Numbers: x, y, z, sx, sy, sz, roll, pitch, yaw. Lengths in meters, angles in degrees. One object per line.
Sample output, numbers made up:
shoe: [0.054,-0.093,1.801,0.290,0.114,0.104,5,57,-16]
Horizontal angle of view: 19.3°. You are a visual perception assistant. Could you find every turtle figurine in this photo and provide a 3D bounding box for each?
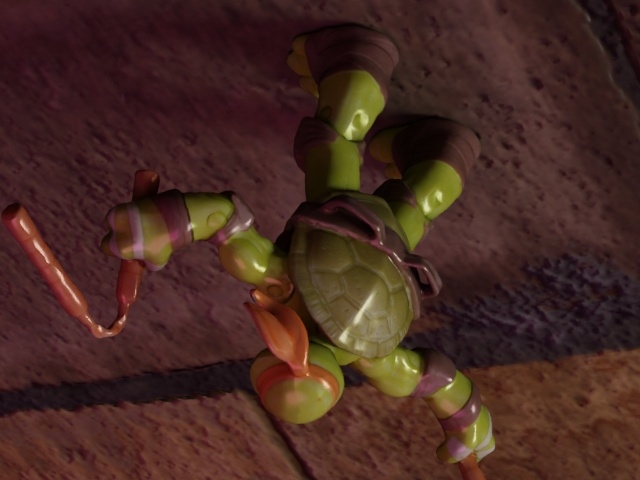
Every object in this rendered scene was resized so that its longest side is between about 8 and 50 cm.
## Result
turtle figurine: [0.000,0.000,0.853,0.269,0.217,0.087,33,137,-18]
